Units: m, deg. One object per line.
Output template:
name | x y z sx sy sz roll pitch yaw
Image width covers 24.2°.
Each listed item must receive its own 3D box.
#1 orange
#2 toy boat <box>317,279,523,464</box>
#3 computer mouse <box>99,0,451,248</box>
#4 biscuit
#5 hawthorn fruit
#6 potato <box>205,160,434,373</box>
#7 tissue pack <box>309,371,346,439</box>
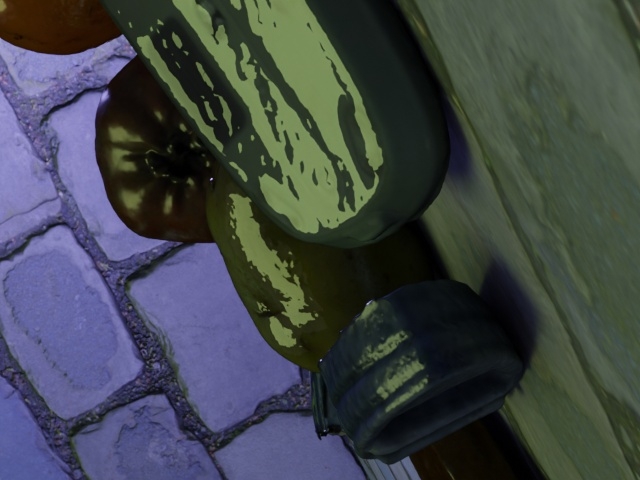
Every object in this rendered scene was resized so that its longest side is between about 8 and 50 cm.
orange | -0.287 -0.319 1.611 0.240 0.240 0.240 60 174 10
toy boat | 0.069 0.091 0.999 0.283 0.127 0.078 74 172 -75
computer mouse | -0.039 -0.147 0.878 0.331 0.095 0.197 57 147 -1
biscuit | 0.166 0.273 1.344 0.350 0.070 0.394 60 175 36
hawthorn fruit | -0.116 -0.102 1.463 0.199 0.199 0.251 61 -166 -8
potato | -0.004 0.002 1.128 0.200 0.137 0.154 63 172 -9
tissue pack | 0.027 0.090 1.345 0.235 0.073 0.173 100 170 -81
